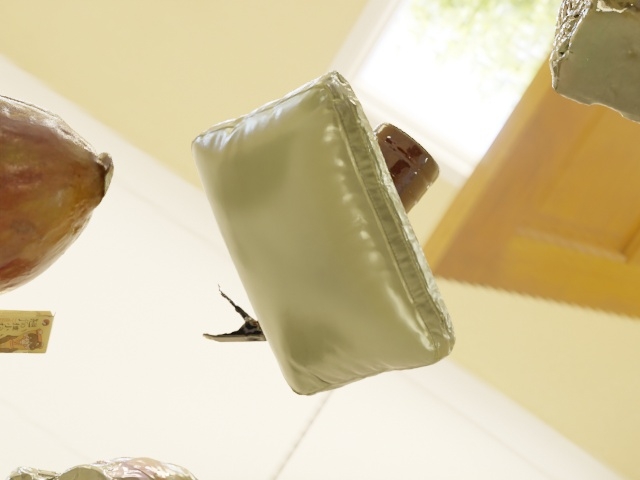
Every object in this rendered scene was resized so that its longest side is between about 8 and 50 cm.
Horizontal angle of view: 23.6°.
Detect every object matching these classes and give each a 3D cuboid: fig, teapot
[{"bbox_3d":[-0.353,-0.052,1.612,0.224,0.263,0.224,20,-119,-40],"label":"fig"},{"bbox_3d":[-0.242,0.301,1.740,0.178,0.163,0.221,29,-163,-52],"label":"teapot"}]

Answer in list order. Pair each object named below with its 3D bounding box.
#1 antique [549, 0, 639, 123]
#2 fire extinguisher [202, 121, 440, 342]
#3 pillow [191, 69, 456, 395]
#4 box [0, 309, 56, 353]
[{"bbox_3d":[0.364,-0.167,1.426,0.284,0.125,0.150,24,-142,-3],"label":"antique"},{"bbox_3d":[-0.009,0.006,1.882,0.138,0.344,0.102,36,171,32],"label":"fire extinguisher"},{"bbox_3d":[0.000,0.000,1.648,0.120,0.255,0.322,-27,-86,-44],"label":"pillow"},{"bbox_3d":[-0.481,0.139,2.347,0.149,0.073,0.020,2,-151,-26],"label":"box"}]
